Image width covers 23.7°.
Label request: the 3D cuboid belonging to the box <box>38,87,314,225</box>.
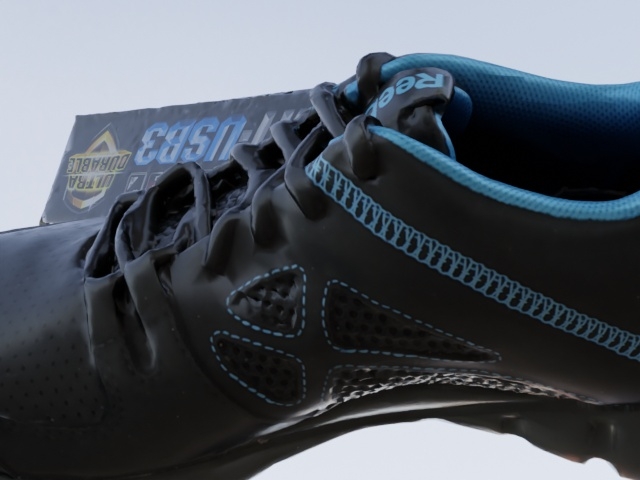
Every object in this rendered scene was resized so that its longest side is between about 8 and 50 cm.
[{"bbox_3d":[0.055,0.014,0.771,0.293,0.295,0.073,27,-107,-36],"label":"box"}]

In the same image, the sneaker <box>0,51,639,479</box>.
[{"bbox_3d":[0.000,0.000,0.490,0.341,0.125,0.139,-6,-49,9],"label":"sneaker"}]
